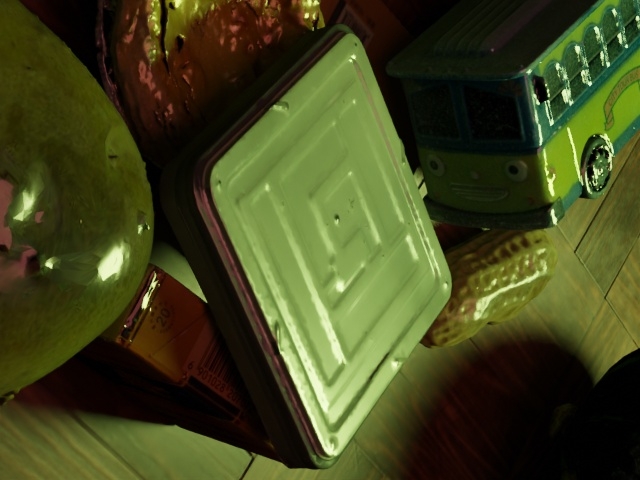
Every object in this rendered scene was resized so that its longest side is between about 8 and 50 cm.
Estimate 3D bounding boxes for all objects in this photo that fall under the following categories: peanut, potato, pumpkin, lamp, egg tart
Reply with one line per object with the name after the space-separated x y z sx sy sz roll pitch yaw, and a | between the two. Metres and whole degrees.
0.151 0.043 1.699 0.194 0.083 0.093 -30 154 -34 | peanut
-0.273 -0.055 1.137 0.359 0.219 0.269 49 53 -32 | potato
0.337 0.248 1.813 0.315 0.238 0.315 -61 170 -18 | pumpkin
0.000 0.000 1.373 0.266 0.047 0.269 -51 126 -48 | lamp
-0.092 -0.159 1.391 0.234 0.094 0.234 -8 101 -46 | egg tart

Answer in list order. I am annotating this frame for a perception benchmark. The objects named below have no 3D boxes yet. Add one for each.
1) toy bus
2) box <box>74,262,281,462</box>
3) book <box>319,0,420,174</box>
0.212 -0.155 1.648 0.312 0.152 0.190 -43 127 -41 | toy bus
-0.118 0.087 1.369 0.237 0.152 0.070 43 68 -42 | box
0.006 -0.071 1.564 0.208 0.020 0.295 44 67 -43 | book
